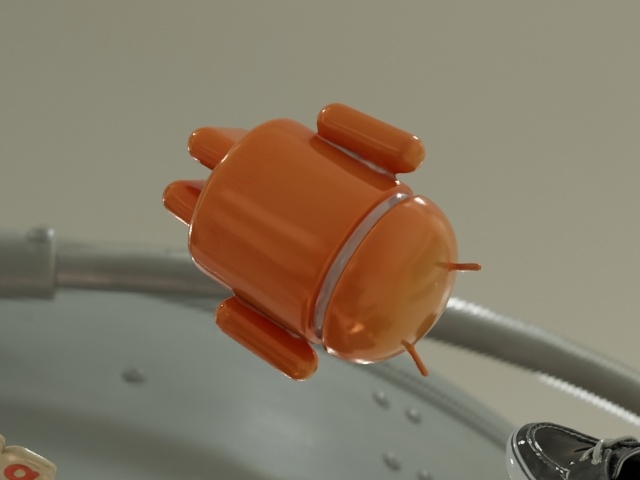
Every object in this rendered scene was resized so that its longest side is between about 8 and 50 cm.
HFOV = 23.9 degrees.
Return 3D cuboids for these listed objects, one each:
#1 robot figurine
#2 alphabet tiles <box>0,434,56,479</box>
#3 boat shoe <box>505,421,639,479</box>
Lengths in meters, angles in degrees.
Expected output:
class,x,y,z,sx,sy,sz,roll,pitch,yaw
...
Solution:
class,x,y,z,sx,sy,sz,roll,pitch,yaw
robot figurine,-0.001,0.002,1.022,0.219,0.158,0.128,31,-24,21
alphabet tiles,-0.390,0.233,1.423,0.284,0.021,0.278,34,-51,-24
boat shoe,0.286,0.232,1.424,0.108,0.301,0.102,-19,-58,-25
